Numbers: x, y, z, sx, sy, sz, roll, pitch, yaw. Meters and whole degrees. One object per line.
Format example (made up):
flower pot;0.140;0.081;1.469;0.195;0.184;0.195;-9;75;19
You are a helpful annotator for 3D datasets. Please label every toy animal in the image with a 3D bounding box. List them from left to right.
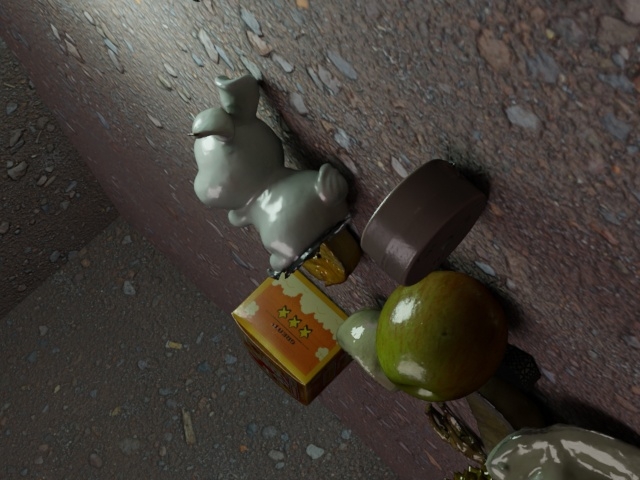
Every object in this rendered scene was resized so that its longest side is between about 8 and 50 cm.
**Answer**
toy animal;-0.097;-0.103;1.342;0.310;0.183;0.247;49;155;1
toy animal;0.343;0.468;1.877;0.275;0.054;0.149;45;162;15

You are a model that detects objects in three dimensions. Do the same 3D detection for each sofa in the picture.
sofa;0.291;0.192;1.323;0.118;0.039;0.060;28;156;51

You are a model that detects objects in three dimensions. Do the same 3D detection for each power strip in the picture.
power strip;0.127;-0.022;0.999;0.078;0.154;0.154;44;165;19

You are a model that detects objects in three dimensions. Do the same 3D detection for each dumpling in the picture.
dumpling;0.449;0.423;1.245;0.395;0.233;0.315;47;128;12

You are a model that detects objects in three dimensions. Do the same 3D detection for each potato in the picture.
potato;0.330;0.303;1.401;0.138;0.098;0.243;22;146;48

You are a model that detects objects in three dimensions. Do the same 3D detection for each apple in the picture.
apple;0.175;0.146;1.220;0.196;0.196;0.196;42;165;14

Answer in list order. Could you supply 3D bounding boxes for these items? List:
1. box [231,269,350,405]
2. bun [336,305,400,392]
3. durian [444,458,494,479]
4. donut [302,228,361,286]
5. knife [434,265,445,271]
box;-0.061;0.243;2.081;0.259;0.214;0.283;44;165;16
bun;0.125;0.212;1.671;0.178;0.128;0.193;44;176;8
durian;0.372;0.571;1.510;0.384;0.347;0.347;40;165;2
donut;0.002;0.001;1.545;0.174;0.075;0.190;46;161;5
knife;0.194;0.060;1.272;0.244;0.032;0.058;43;157;-6
